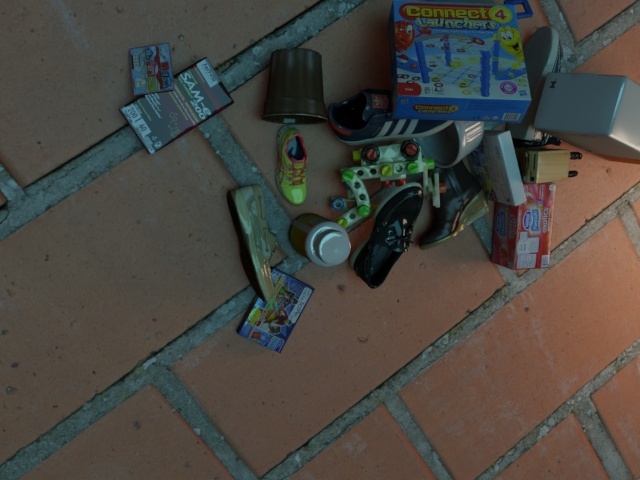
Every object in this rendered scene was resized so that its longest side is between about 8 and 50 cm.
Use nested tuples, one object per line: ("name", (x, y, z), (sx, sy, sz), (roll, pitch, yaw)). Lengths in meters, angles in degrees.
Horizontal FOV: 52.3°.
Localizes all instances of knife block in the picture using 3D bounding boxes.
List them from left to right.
("knife block", (0.658, -0.215, 1.843), (0.242, 0.275, 0.088), (-1, 100, -2))

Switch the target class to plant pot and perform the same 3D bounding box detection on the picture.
("plant pot", (-0.062, -0.380, 1.614), (0.167, 0.167, 0.165), (1, 91, -20))

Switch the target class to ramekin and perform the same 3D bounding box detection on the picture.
("ramekin", (0.340, -0.309, 1.743), (0.109, 0.207, 0.207), (-29, 109, -22))

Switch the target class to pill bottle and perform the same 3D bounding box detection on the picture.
("pill bottle", (0.000, 0.000, 1.669), (0.117, 0.215, 0.117), (-4, 102, -18))

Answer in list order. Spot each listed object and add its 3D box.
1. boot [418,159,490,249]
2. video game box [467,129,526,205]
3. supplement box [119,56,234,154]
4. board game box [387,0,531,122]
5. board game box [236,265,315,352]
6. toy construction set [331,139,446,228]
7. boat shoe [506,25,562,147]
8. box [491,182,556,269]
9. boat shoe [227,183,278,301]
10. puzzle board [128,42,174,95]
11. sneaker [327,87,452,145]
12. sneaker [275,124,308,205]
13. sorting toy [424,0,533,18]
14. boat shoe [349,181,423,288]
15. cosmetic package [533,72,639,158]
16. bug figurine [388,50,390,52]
("boot", (0.342, -0.112, 1.858), (0.248, 0.090, 0.206), (-33, 95, -6))
("video game box", (0.482, -0.206, 1.816), (0.048, 0.187, 0.205), (-24, 107, -16))
("supplement box", (-0.344, -0.322, 1.563), (0.239, 0.073, 0.130), (-35, 108, -11))
("board game box", (0.322, -0.430, 1.556), (0.308, 0.086, 0.301), (1, 62, -2))
("board game box", (-0.120, 0.188, 1.760), (0.136, 0.035, 0.201), (29, 90, -22))
("toy construction set", (0.183, -0.152, 1.724), (0.328, 0.151, 0.215), (-9, 100, -11))
("boat shoe", (0.652, -0.431, 1.879), (0.158, 0.127, 0.340), (4, 107, -27))
("box", (0.596, -0.050, 1.920), (0.128, 0.123, 0.256), (-3, 101, -19))
("boat shoe", (-0.155, 0.007, 1.674), (0.098, 0.109, 0.302), (-17, 96, -21))
("puzzle board", (-0.394, -0.400, 1.517), (0.096, 0.011, 0.128), (-9, 71, -3))
("sneaker", (0.180, -0.327, 1.613), (0.350, 0.148, 0.131), (-14, 69, 21))
("sneaker", (-0.068, -0.189, 1.674), (0.082, 0.094, 0.208), (-12, 106, -19))
("sorting toy", (0.381, -0.575, 1.707), (0.348, 0.047, 0.196), (-24, 69, -12))
("boat shoe", (0.184, 0.000, 1.695), (0.127, 0.113, 0.340), (4, 136, -33))
("cosmetic package", (0.829, -0.328, 1.825), (0.453, 0.230, 0.161), (10, 97, -40))
("bug figurine", (0.289, -0.483, 1.710), (0.279, 0.072, 0.216), (-2, 60, -18))
